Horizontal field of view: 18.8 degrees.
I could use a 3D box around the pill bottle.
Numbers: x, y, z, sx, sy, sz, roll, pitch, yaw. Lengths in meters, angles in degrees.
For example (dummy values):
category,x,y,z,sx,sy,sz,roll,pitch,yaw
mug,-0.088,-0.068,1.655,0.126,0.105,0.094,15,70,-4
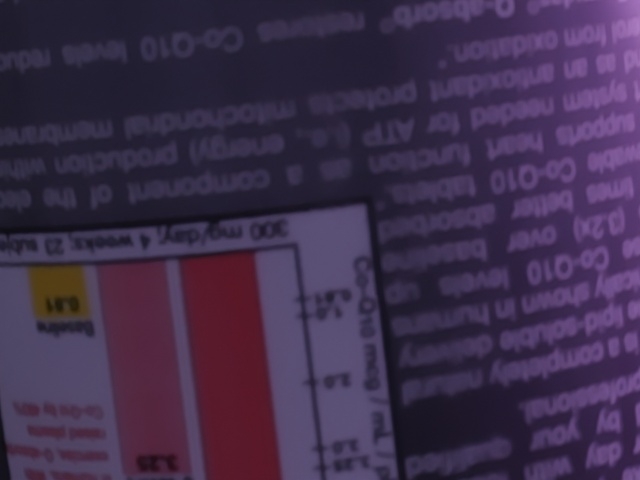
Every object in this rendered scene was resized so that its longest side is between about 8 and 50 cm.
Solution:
category,x,y,z,sx,sy,sz,roll,pitch,yaw
pill bottle,0.000,0.000,0.499,0.210,0.363,0.210,-6,7,1
